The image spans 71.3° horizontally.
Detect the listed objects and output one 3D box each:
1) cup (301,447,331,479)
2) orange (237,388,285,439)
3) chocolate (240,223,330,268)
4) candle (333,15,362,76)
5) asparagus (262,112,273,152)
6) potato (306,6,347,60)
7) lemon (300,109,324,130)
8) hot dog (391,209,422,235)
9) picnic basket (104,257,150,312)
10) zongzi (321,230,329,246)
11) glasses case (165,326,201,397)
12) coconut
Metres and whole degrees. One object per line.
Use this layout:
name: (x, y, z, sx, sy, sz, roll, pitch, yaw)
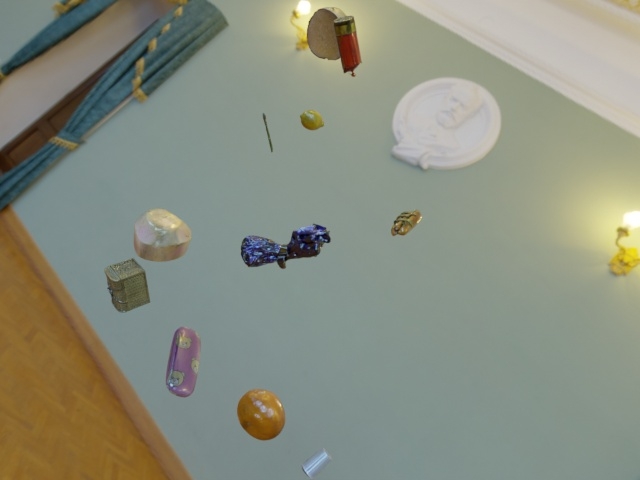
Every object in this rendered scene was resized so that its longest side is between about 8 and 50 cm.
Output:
cup: (-0.017, 0.920, 1.848, 0.074, 0.116, 0.104, 49, -12, 10)
orange: (-0.267, 0.792, 2.045, 0.240, 0.240, 0.171, 46, 32, 2)
chocolate: (-0.115, 0.029, 1.600, 0.126, 0.342, 0.149, 43, 43, -57)
candle: (0.066, -0.443, 1.030, 0.052, 0.051, 0.131, 37, -29, 49)
asparagus: (-0.222, -0.455, 1.885, 0.016, 0.013, 0.166, -153, -131, -70)
potato: (0.050, -0.807, 1.721, 0.182, 0.117, 0.202, 40, -32, 4)
lemon: (-0.026, -0.378, 1.408, 0.083, 0.063, 0.062, 17, -1, -13)
hot dog: (0.400, -0.086, 2.092, 0.109, 0.269, 0.072, -8, -75, 32)
picnic basket: (-0.891, 0.210, 2.043, 0.134, 0.154, 0.197, 35, -47, 35)
zongzi: (0.000, 0.000, 1.810, 0.067, 0.083, 0.074, 42, 35, -13)
glasses case: (-0.564, 0.495, 1.843, 0.123, 0.075, 0.317, 35, 28, -30)
coconut: (-0.636, -0.008, 1.798, 0.197, 0.236, 0.237, 63, 4, 38)
